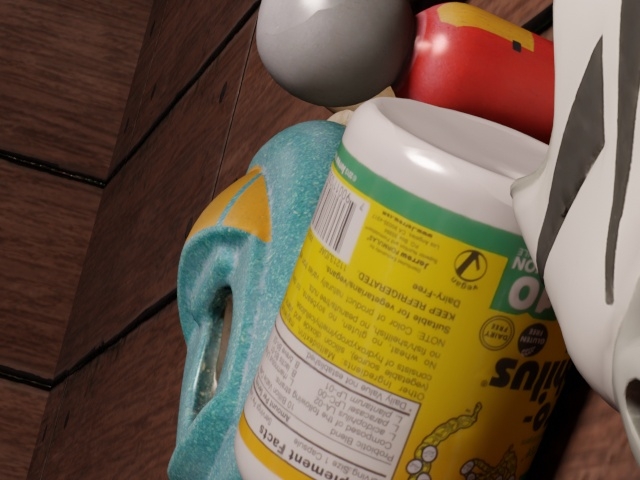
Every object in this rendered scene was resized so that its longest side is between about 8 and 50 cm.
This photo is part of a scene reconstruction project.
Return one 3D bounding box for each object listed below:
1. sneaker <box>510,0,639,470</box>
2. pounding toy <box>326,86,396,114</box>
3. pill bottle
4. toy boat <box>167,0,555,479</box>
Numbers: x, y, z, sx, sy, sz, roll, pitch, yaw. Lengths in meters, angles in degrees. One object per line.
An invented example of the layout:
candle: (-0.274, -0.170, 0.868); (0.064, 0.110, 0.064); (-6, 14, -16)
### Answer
sneaker: (0.129, -0.097, 0.479); (0.146, 0.122, 0.330); (56, 131, 42)
pounding toy: (0.011, -0.205, 1.115); (0.155, 0.154, 0.269); (157, 129, -73)
pill bottle: (0.034, 0.058, 0.773); (0.117, 0.118, 0.208); (-113, 42, -70)
toy boat: (0.000, 0.000, 0.919); (0.267, 0.148, 0.318); (-86, 18, -44)
